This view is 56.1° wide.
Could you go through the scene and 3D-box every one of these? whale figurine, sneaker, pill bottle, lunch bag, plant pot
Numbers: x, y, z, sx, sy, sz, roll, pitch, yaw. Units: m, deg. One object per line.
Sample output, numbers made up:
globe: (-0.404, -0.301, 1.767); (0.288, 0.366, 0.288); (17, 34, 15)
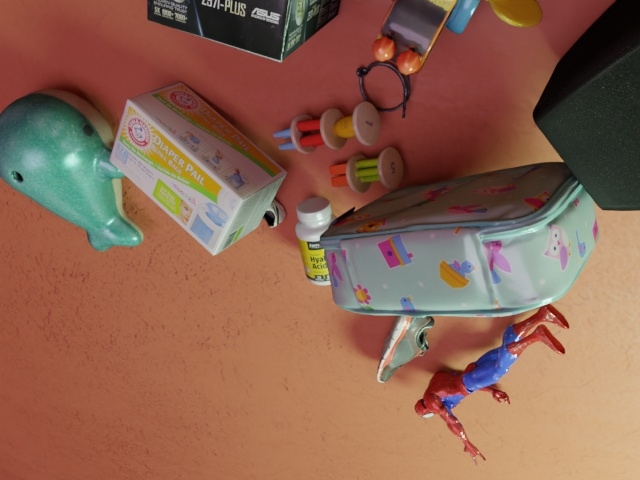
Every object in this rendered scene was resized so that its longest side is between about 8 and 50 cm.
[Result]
whale figurine: (-0.382, -0.086, 0.907); (0.216, 0.141, 0.272); (-6, 121, 27)
sneaker: (-0.083, -0.056, 0.867); (0.032, 0.037, 0.083); (-30, 106, 38)
sneaker: (0.130, 0.169, 0.919); (0.064, 0.061, 0.158); (18, 129, 3)
pill bottle: (0.000, 0.000, 0.851); (0.065, 0.065, 0.116); (1, 123, 23)
lunch bag: (0.148, -0.009, 0.669); (0.279, 0.224, 0.108); (-5, 110, 40)
plant pot: (0.315, -0.136, 0.558); (0.187, 0.188, 0.167); (47, 141, -13)

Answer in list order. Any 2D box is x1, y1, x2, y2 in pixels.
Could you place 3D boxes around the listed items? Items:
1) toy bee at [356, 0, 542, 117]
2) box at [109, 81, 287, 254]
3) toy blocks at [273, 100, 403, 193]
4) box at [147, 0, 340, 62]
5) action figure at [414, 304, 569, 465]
toy bee: (0.114, -0.228, 0.583); (0.195, 0.162, 0.298); (11, 126, 14)
box: (-0.166, -0.100, 0.805); (0.203, 0.103, 0.114); (41, 130, 8)
toy blocks: (0.018, -0.112, 0.773); (0.148, 0.054, 0.123); (-1, 134, 41)
box: (-0.068, -0.267, 0.619); (0.147, 0.180, 0.078); (21, 129, 9)
action figure: (0.257, 0.220, 0.875); (0.139, 0.091, 0.280); (47, 128, -1)
